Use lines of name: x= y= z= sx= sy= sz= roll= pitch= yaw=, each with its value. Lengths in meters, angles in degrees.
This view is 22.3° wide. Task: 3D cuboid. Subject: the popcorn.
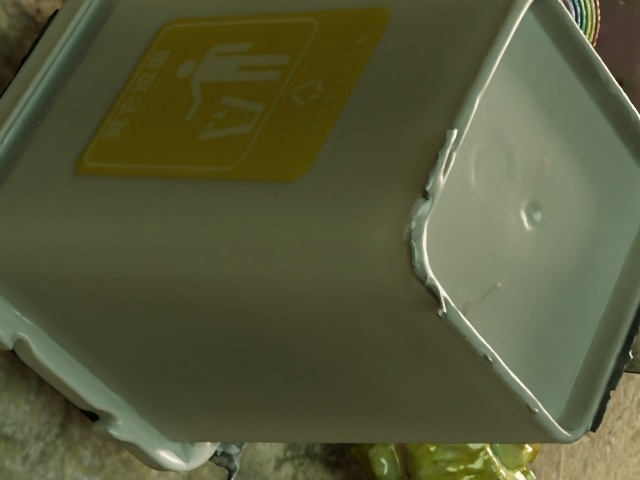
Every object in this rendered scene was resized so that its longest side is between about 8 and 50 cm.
popcorn: x=0.093 y=0.154 z=1.189 sx=0.145 sy=0.125 sz=0.126 roll=35 pitch=76 yaw=-19

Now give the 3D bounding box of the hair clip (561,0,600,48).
hair clip: x=0.157 y=-0.220 z=1.271 sx=0.188 sy=0.033 sz=0.060 roll=39 pitch=70 yaw=-17

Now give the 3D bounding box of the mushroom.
mushroom: x=0.248 y=-0.159 z=1.354 sx=0.117 sy=0.141 sz=0.188 roll=55 pitch=44 yaw=-74

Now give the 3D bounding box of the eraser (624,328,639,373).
eraser: x=0.404 y=0.012 z=1.524 sx=0.404 sy=0.096 sz=0.098 roll=-25 pitch=109 yaw=-43

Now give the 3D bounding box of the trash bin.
trash bin: x=0.000 y=0.000 z=0.916 sx=0.296 sy=0.367 sz=0.256 roll=49 pitch=57 yaw=-35
